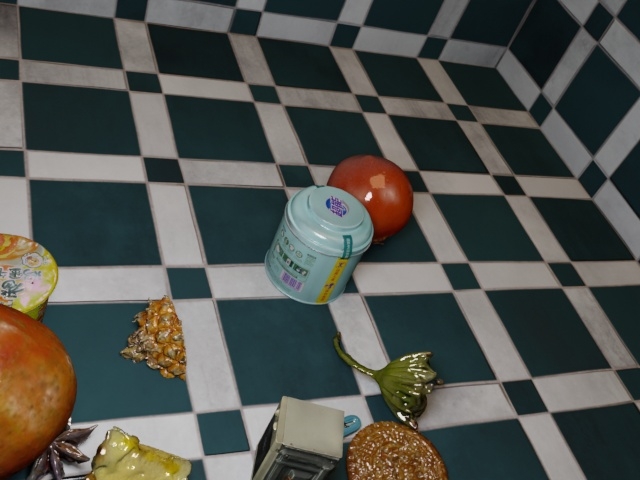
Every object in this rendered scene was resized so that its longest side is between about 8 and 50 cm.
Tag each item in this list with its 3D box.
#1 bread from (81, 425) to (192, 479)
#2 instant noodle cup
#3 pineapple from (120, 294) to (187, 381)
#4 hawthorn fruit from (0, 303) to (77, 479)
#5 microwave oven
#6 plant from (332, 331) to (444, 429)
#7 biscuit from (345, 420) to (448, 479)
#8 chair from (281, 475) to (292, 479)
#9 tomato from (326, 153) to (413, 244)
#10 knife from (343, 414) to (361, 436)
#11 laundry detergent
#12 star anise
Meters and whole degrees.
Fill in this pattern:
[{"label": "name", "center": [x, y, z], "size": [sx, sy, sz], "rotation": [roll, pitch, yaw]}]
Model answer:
[{"label": "bread", "center": [-0.439, 0.533, 1.641], "size": [0.252, 0.133, 0.174], "rotation": [33, 65, -34]}, {"label": "instant noodle cup", "center": [-0.802, 0.143, 1.811], "size": [0.265, 0.200, 0.264], "rotation": [13, 44, -13]}, {"label": "pineapple", "center": [-0.452, 0.246, 1.928], "size": [0.164, 0.139, 0.249], "rotation": [0, 51, -24]}, {"label": "hawthorn fruit", "center": [-0.733, 0.299, 1.528], "size": [0.403, 0.402, 0.402], "rotation": [13, 43, -13]}, {"label": "microwave oven", "center": [-0.051, 0.519, 1.761], "size": [0.194, 0.240, 0.145], "rotation": [19, 42, -8]}, {"label": "plant", "center": [0.179, 0.415, 2.098], "size": [0.334, 0.180, 0.251], "rotation": [3, 28, 16]}, {"label": "biscuit", "center": [0.211, 0.620, 1.935], "size": [0.306, 0.038, 0.305], "rotation": [13, 43, -13]}, {"label": "chair", "center": [-0.055, 0.657, 1.685], "size": [0.319, 0.160, 0.186], "rotation": [-9, 54, -29]}, {"label": "tomato", "center": [0.163, -0.150, 2.484], "size": [0.322, 0.321, 0.321], "rotation": [13, 43, -13]}, {"label": "knife", "center": [0.019, 0.517, 1.952], "size": [0.222, 0.031, 0.064], "rotation": [-10, 49, -33]}, {"label": "laundry detergent", "center": [0.000, 0.000, 2.261], "size": [0.288, 0.305, 0.287], "rotation": [14, 43, -13]}, {"label": "star anise", "center": [-0.611, 0.479, 1.665], "size": [0.181, 0.061, 0.204], "rotation": [-2, 42, -11]}]
